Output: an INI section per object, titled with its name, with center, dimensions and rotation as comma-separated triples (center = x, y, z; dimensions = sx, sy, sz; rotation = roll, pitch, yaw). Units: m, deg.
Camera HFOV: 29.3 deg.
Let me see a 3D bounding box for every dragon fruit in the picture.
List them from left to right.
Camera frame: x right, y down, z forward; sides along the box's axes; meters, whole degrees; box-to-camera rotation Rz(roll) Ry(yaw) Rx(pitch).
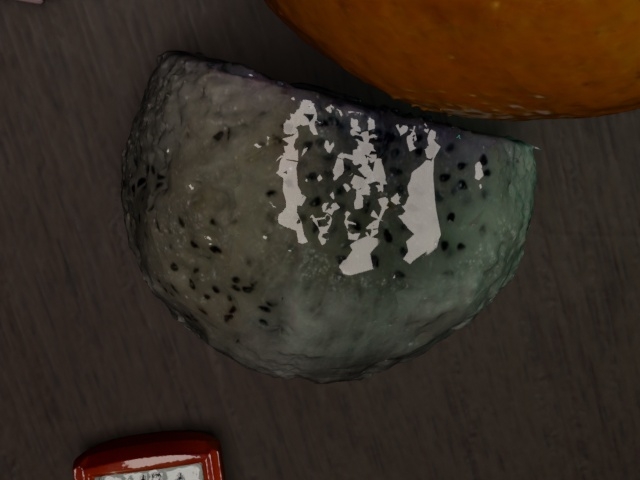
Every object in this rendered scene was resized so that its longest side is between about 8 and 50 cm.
[dragon fruit]
center = 0.000, 0.000, 0.817
dimensions = 0.282, 0.221, 0.204
rotation = 13, 96, -9

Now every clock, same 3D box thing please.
[clock]
center = -0.123, 0.227, 0.943
dimensions = 0.113, 0.061, 0.155
rotation = -6, 100, -2

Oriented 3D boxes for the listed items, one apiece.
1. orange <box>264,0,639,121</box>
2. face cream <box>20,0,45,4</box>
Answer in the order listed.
[orange]
center = 0.133, -0.264, 0.674
dimensions = 0.424, 0.424, 0.326
rotation = -52, 140, 9
[face cream]
center = -0.277, -0.218, 0.826
dimensions = 0.198, 0.057, 0.084
rotation = 11, 101, -5
